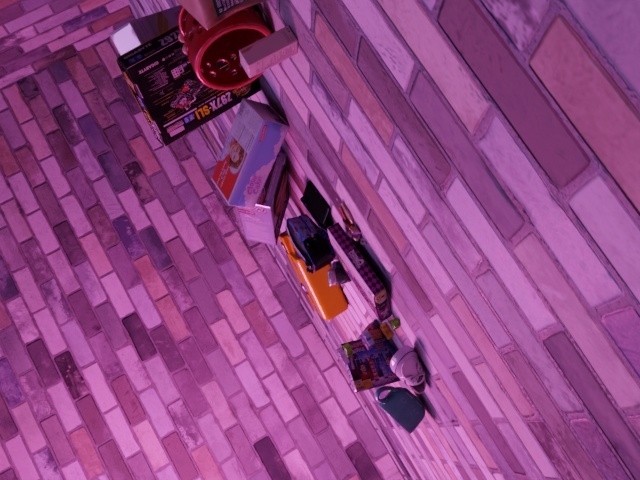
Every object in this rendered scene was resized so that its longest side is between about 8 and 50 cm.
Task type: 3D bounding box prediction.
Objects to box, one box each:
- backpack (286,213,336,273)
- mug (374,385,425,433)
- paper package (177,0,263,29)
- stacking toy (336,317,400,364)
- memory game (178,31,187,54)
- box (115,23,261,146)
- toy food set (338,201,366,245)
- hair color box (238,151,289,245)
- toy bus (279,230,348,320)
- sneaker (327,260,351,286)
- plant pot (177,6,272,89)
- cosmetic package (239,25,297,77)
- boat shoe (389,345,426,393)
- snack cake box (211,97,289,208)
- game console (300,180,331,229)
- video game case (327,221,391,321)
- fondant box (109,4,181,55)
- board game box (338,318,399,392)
[{"bbox_3d":[-0.028,-0.004,2.030,0.173,0.116,0.158,59,175,10],"label":"backpack"},{"bbox_3d":[0.250,0.502,2.063,0.129,0.097,0.158,36,170,41],"label":"mug"},{"bbox_3d":[-0.251,-0.622,1.298,0.309,0.168,0.325,52,166,43],"label":"paper package"},{"bbox_3d":[0.130,0.273,1.894,0.052,0.167,0.221,58,171,14],"label":"stacking toy"},{"bbox_3d":[-0.266,-0.518,1.633,0.012,0.186,0.186,39,162,23],"label":"memory game"},{"bbox_3d":[-0.336,-0.435,1.788,0.079,0.322,0.257,44,162,38],"label":"box"},{"bbox_3d":[0.074,-0.038,1.727,0.122,0.019,0.078,61,170,1],"label":"toy food set"},{"bbox_3d":[-0.179,-0.133,2.191,0.374,0.113,0.185,92,-169,-72],"label":"hair color box"},{"bbox_3d":[-0.023,0.106,2.355,0.333,0.108,0.130,66,169,-25],"label":"toy bus"},{"bbox_3d":[0.069,0.099,2.018,0.166,0.076,0.065,-59,-36,-74],"label":"sneaker"},{"bbox_3d":[-0.218,-0.465,1.521,0.191,0.191,0.174,83,161,-66],"label":"plant pot"},{"bbox_3d":[-0.105,-0.383,1.380,0.041,0.115,0.060,59,169,9],"label":"cosmetic package"},{"bbox_3d":[0.248,0.348,1.817,0.076,0.083,0.226,41,173,30],"label":"boat shoe"},{"bbox_3d":[-0.200,-0.241,1.893,0.152,0.089,0.264,50,122,44],"label":"snack cake box"},{"bbox_3d":[0.002,-0.097,1.947,0.107,0.071,0.122,22,-151,-55],"label":"game console"},{"bbox_3d":[0.105,0.088,1.819,0.232,0.041,0.210,56,174,27],"label":"video game case"},{"bbox_3d":[-0.414,-0.539,1.960,0.096,0.330,0.238,-15,109,34],"label":"fondant box"},{"bbox_3d":[0.147,0.345,2.049,0.060,0.194,0.194,-47,57,54],"label":"board game box"}]
